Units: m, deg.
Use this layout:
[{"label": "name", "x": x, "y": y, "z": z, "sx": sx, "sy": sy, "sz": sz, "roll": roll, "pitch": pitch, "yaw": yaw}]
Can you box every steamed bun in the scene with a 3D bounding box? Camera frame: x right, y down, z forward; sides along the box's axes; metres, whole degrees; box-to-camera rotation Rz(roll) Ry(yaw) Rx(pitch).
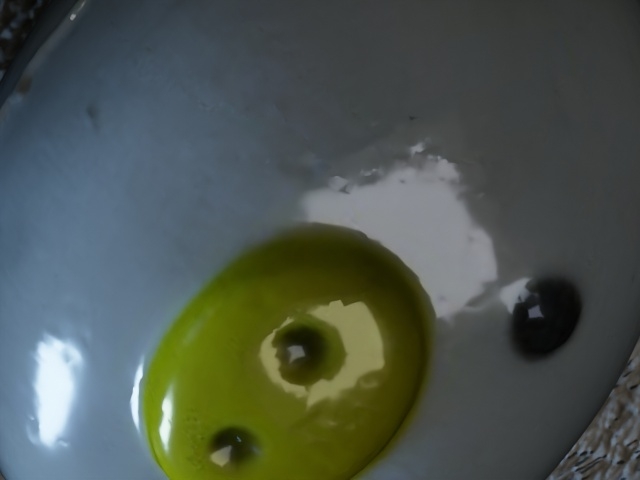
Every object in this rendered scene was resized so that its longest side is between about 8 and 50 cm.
[{"label": "steamed bun", "x": -0.002, "y": -0.004, "z": 0.805, "sx": 0.334, "sy": 0.334, "sz": 0.374, "roll": 19, "pitch": 118, "yaw": -31}]
